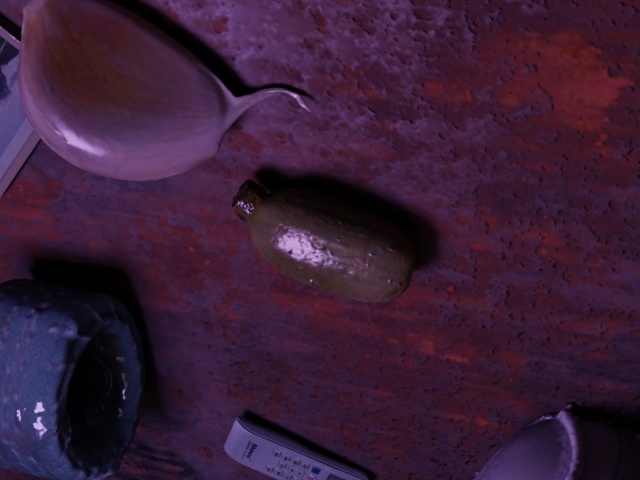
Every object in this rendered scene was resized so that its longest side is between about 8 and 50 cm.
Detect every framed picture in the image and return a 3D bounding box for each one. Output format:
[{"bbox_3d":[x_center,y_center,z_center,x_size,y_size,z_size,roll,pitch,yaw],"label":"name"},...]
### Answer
[{"bbox_3d":[-0.335,-0.141,1.349,0.150,0.015,0.203,38,134,-8],"label":"framed picture"}]

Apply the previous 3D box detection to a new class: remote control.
[{"bbox_3d":[-0.026,0.245,1.523,0.162,0.029,0.061,24,136,-1],"label":"remote control"}]

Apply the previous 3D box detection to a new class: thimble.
[{"bbox_3d":[-0.286,0.156,1.453,0.143,0.198,0.235,8,125,22],"label":"thimble"}]

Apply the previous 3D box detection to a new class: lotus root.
[{"bbox_3d":[0.000,0.001,1.266,0.183,0.077,0.090,23,134,3],"label":"lotus root"}]

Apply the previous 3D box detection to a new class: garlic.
[{"bbox_3d":[-0.156,-0.116,1.235,0.267,0.128,0.148,23,138,-7],"label":"garlic"}]

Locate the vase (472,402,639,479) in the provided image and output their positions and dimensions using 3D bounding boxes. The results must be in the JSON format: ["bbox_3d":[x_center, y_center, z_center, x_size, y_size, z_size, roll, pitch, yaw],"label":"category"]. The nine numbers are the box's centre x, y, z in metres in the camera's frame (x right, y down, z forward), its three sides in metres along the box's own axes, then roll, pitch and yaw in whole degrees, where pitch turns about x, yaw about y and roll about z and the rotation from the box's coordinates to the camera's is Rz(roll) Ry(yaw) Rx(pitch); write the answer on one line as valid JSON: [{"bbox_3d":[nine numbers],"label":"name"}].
[{"bbox_3d":[0.192,0.377,1.242,0.250,0.445,0.250,15,134,16],"label":"vase"}]
